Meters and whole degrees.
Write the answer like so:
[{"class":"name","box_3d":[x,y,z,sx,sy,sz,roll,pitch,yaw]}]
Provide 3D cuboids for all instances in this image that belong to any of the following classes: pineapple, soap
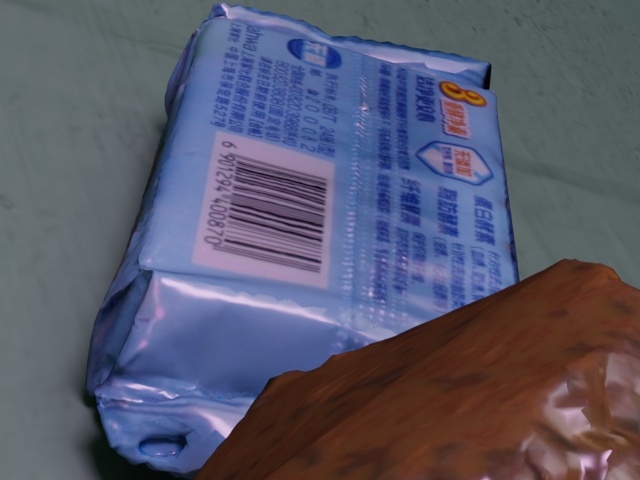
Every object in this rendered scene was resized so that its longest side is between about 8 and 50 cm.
[{"class":"pineapple","box_3d":[0.094,0.190,0.485,0.362,0.202,0.202,58,29,0]},{"class":"soap","box_3d":[0.000,0.000,0.709,0.156,0.077,0.293,15,30,-5]}]
